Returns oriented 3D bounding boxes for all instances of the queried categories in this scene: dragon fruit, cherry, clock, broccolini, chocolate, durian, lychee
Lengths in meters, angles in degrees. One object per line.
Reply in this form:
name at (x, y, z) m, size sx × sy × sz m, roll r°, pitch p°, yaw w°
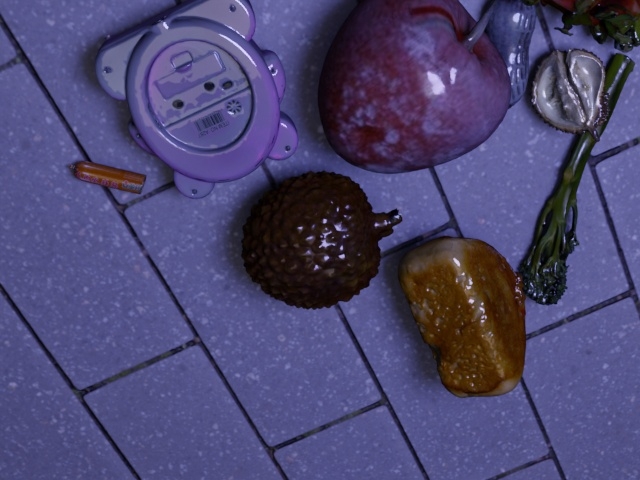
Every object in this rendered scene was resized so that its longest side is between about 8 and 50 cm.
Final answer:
dragon fruit at (0.330, -0.341, 1.048) m, size 0.200 × 0.198 × 0.269 m, roll -32°, pitch 118°, yaw -18°
cherry at (0.127, -0.210, 1.063) m, size 0.236 × 0.213 × 0.285 m, roll 48°, pitch 121°, yaw 3°
clock at (-0.157, -0.194, 1.118) m, size 0.227 × 0.090 × 0.248 m, roll -24°, pitch 116°, yaw 6°
broccolini at (0.395, -0.080, 1.236) m, size 0.074 × 0.078 × 0.392 m, roll -7°, pitch 122°, yaw -49°
chocolate at (0.254, -0.258, 1.135) m, size 0.072 × 0.072 × 0.167 m, roll 2°, pitch 114°, yaw -6°
durian at (0.361, -0.201, 1.160) m, size 0.110 × 0.071 × 0.140 m, roll -31°, pitch 84°, yaw 36°
lychee at (0.000, 0.000, 1.164) m, size 0.238 × 0.200 × 0.200 m, roll -13°, pitch 115°, yaw 15°

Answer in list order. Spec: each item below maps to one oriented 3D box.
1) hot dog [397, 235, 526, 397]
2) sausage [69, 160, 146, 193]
hot dog at (0.222, 0.099, 1.244) m, size 0.150 × 0.153 × 0.257 m, roll -15°, pitch 107°, yaw 33°
sausage at (-0.304, -0.091, 1.181) m, size 0.107 × 0.031 × 0.031 m, roll 13°, pitch 112°, yaw -11°
